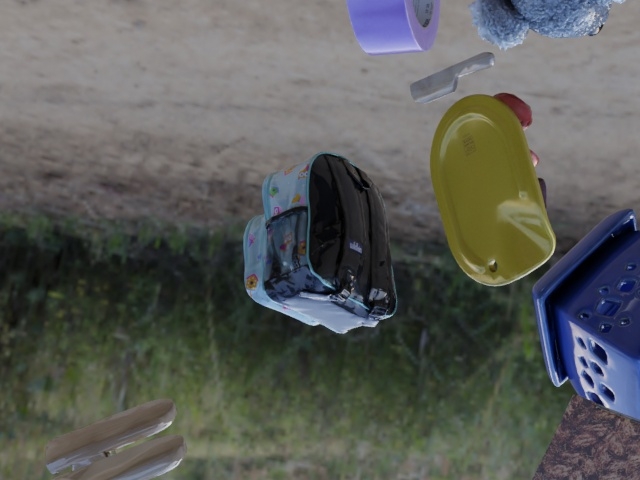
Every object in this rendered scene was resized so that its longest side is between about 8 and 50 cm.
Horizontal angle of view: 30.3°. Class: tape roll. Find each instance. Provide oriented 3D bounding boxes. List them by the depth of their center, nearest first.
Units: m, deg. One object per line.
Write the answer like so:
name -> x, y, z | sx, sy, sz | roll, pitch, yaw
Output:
tape roll -> 0.099, -0.345, 1.582 | 0.080, 0.189, 0.189 | 0, 163, 21

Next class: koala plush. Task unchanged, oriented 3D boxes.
koala plush -> 0.247, -0.286, 1.197 | 0.196, 0.221, 0.203 | -12, 130, 37

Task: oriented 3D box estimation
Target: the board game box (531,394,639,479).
board game box -> 0.280, 0.280, 0.912 | 0.232, 0.141, 0.291 | 20, 153, 26

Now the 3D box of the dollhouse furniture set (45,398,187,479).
dollhouse furniture set -> -0.085, 0.365, 1.152 | 0.257, 0.362, 0.394 | -20, -169, -8

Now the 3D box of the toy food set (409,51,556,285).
toy food set -> 0.169, -0.067, 1.103 | 0.071, 0.217, 0.128 | -4, 165, -36

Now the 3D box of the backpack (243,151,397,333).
backpack -> 0.000, 0.000, 1.359 | 0.144, 0.188, 0.166 | -18, 149, 40

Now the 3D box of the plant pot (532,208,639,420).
plant pot -> 0.428, 0.113, 1.615 | 0.212, 0.236, 0.236 | 32, 154, 39
